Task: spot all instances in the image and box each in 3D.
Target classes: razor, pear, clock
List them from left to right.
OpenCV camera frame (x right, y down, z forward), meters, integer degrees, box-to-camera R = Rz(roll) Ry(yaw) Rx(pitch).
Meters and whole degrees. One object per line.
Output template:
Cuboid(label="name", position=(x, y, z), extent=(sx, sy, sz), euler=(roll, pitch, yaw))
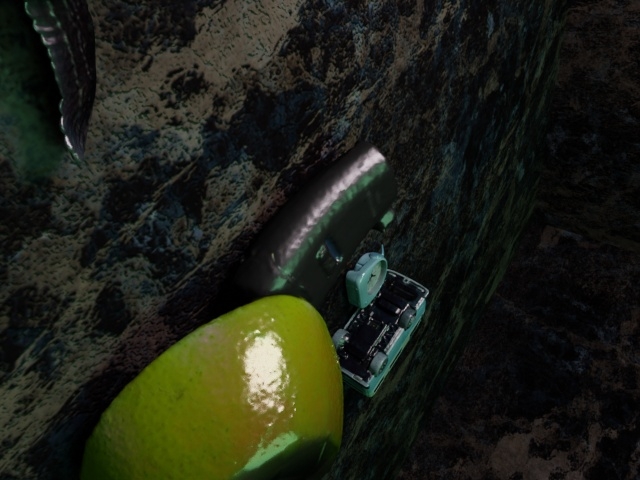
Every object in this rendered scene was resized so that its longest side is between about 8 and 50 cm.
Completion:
Cuboid(label="pear", position=(-0.098, 0.279, 0.662), extent=(0.398, 0.165, 0.399), euler=(-28, 140, -27))
Cuboid(label="razor", position=(-0.002, -0.003, 0.786), extent=(0.327, 0.107, 0.189), euler=(-50, 145, -18))
Cuboid(label="clock", position=(0.113, 0.073, 1.086), extent=(0.147, 0.045, 0.108), euler=(-47, 145, -32))

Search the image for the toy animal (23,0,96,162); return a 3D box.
Cuboid(label="toy animal", position=(-0.179, -0.224, 0.358), extent=(0.160, 0.272, 0.197), euler=(25, 50, -43))

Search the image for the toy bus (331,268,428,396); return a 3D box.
Cuboid(label="toy bus", position=(0.138, 0.222, 1.142), extent=(0.271, 0.133, 0.165), euler=(-51, 151, -22))
